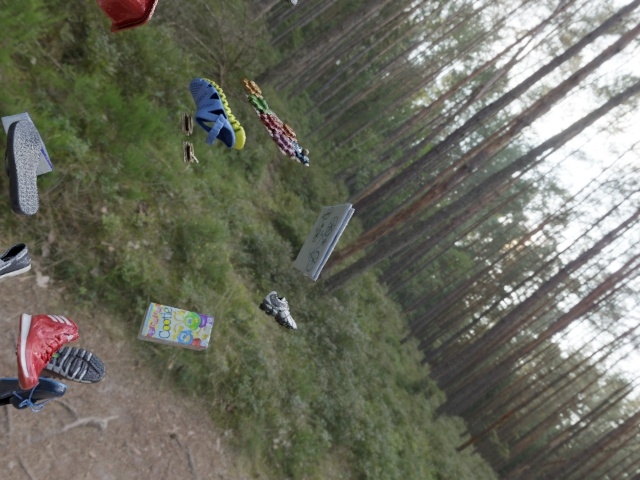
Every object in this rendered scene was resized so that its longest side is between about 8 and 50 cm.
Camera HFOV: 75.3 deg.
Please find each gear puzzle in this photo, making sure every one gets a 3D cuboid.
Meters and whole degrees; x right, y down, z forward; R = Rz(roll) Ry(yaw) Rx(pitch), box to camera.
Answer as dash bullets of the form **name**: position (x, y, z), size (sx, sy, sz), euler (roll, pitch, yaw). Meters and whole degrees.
- **gear puzzle**: position (-0.139, -0.372, 1.254), size (0.339, 0.044, 0.175), euler (58, 20, 20)

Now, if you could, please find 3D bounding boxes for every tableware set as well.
- **tableware set**: position (-0.490, -0.386, 1.566), size (0.128, 0.039, 0.194), euler (-124, -146, -76)

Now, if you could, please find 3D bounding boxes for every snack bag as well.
- **snack bag**: position (0.000, 0.000, 1.695), size (0.037, 0.323, 0.342), euler (29, -6, -16)

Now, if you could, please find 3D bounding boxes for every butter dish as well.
- **butter dish**: position (-0.441, -0.566, 0.922), size (0.160, 0.159, 0.118), euler (10, -11, 34)

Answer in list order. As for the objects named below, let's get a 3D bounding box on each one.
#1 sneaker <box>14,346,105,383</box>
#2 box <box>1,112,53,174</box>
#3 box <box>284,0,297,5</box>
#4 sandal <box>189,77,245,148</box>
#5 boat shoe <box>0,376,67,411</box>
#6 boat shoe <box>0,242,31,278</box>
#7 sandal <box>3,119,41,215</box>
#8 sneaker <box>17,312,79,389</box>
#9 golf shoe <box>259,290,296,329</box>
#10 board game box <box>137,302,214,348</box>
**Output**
- **sneaker**: position (-0.892, 0.437, 1.421), size (0.281, 0.162, 0.106), euler (28, 35, -15)
- **box**: position (-0.876, -0.286, 1.243), size (0.137, 0.072, 0.126), euler (57, -25, 23)
- **box**: position (-0.072, -0.587, 0.854), size (0.116, 0.162, 0.029), euler (28, 15, 13)
- **sandal**: position (-0.410, -0.472, 1.548), size (0.317, 0.138, 0.126), euler (57, -38, 11)
- **boat shoe**: position (-0.877, 0.469, 1.245), size (0.089, 0.258, 0.109), euler (-82, 153, -42)
- **boat shoe**: position (-0.722, 0.053, 0.899), size (0.075, 0.064, 0.206), euler (16, 14, 4)
- **sandal**: position (-0.790, -0.193, 1.084), size (0.097, 0.055, 0.254), euler (46, 44, -85)
- **sneaker**: position (-0.657, 0.254, 1.009), size (0.128, 0.087, 0.221), euler (0, 38, -35)
- **golf shoe**: position (-0.143, 0.273, 1.599), size (0.077, 0.093, 0.198), euler (2, -37, 43)
- **board game box**: position (-0.632, 0.382, 1.817), size (0.275, 0.142, 0.144), euler (19, -26, -24)
